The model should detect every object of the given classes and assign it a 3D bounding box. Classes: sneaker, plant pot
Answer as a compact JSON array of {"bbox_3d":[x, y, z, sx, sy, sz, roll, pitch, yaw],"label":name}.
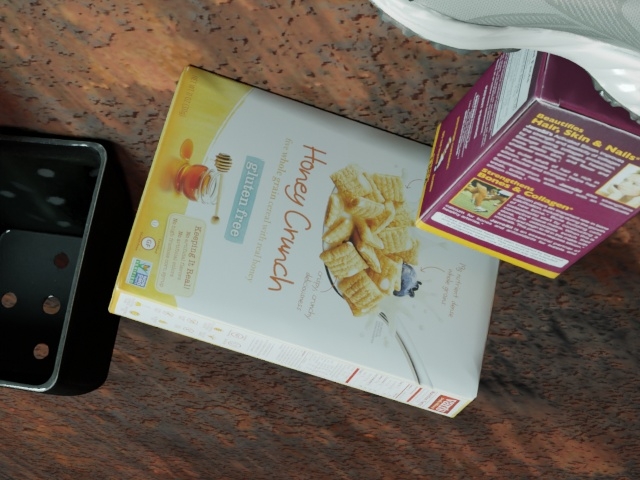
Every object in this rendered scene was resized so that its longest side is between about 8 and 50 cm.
[{"bbox_3d":[0.125,-0.142,0.755,0.271,0.100,0.108,17,140,-14],"label":"sneaker"},{"bbox_3d":[-0.244,0.032,1.185,0.188,0.187,0.167,6,165,14],"label":"plant pot"}]

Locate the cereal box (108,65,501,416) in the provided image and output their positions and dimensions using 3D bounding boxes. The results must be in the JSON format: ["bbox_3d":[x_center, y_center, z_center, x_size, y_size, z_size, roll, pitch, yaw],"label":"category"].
[{"bbox_3d":[0.000,0.000,0.992,0.240,0.173,0.047,17,153,-7],"label":"cereal box"}]

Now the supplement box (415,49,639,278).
[{"bbox_3d":[0.142,-0.059,0.907,0.104,0.081,0.188,20,154,-11],"label":"supplement box"}]
